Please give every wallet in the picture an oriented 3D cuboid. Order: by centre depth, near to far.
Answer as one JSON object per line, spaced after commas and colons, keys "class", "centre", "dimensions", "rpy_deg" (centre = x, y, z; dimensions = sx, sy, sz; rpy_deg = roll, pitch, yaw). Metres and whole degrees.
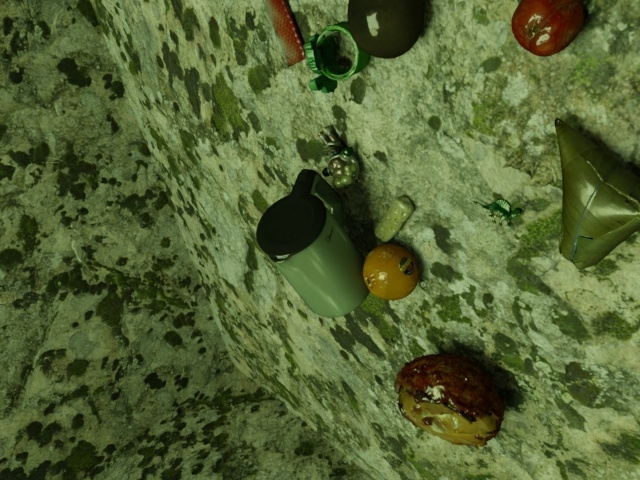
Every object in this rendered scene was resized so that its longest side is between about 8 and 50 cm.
{"class": "wallet", "centre": [-0.101, -0.604, 1.460], "dimensions": [0.103, 0.020, 0.196], "rpy_deg": [4, 122, 54]}

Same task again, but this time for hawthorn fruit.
{"class": "hawthorn fruit", "centre": [0.391, -0.378, 0.880], "dimensions": [0.128, 0.128, 0.128], "rpy_deg": [36, 144, 32]}

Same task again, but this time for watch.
{"class": "watch", "centre": [0.053, -0.465, 1.301], "dimensions": [0.152, 0.131, 0.165], "rpy_deg": [1, 117, 34]}

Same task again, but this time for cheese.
{"class": "cheese", "centre": [0.215, -0.059, 1.502], "dimensions": [0.065, 0.043, 0.194], "rpy_deg": [50, 149, 13]}

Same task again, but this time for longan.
{"class": "longan", "centre": [0.137, -0.487, 1.095], "dimensions": [0.167, 0.167, 0.187], "rpy_deg": [11, 119, 51]}

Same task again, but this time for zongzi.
{"class": "zongzi", "centre": [0.501, -0.086, 1.010], "dimensions": [0.256, 0.115, 0.228], "rpy_deg": [51, 154, 21]}

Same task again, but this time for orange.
{"class": "orange", "centre": [0.212, 0.097, 1.553], "dimensions": [0.178, 0.155, 0.177], "rpy_deg": [30, 149, 20]}

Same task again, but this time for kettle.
{"class": "kettle", "centre": [0.000, 0.000, 1.591], "dimensions": [0.250, 0.361, 0.376], "rpy_deg": [3, 150, 30]}

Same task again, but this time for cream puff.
{"class": "cream puff", "centre": [0.393, 0.471, 1.566], "dimensions": [0.351, 0.228, 0.350], "rpy_deg": [18, 143, 14]}

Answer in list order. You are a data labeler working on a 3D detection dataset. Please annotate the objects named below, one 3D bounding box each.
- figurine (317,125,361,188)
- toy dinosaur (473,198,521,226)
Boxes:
{"class": "figurine", "centre": [0.048, -0.242, 1.518], "dimensions": [0.197, 0.094, 0.147], "rpy_deg": [55, 139, 4]}
{"class": "toy dinosaur", "centre": [0.422, -0.075, 1.219], "dimensions": [0.120, 0.029, 0.060], "rpy_deg": [39, 130, 36]}
